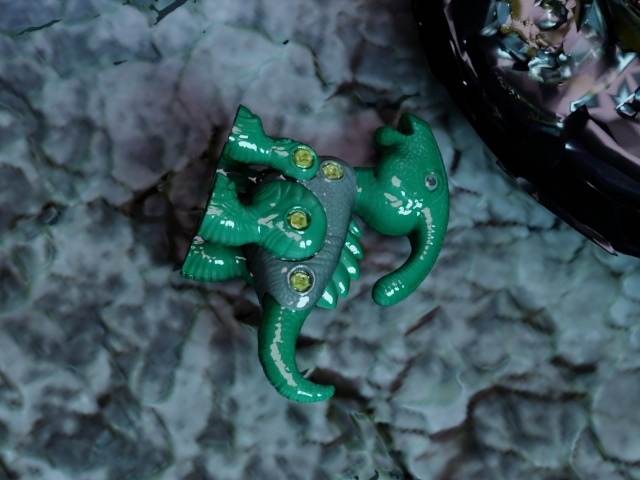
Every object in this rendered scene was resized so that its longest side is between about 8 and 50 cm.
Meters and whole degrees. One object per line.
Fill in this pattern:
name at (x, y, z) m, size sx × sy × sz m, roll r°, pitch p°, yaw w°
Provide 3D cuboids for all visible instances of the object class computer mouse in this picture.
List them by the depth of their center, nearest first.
computer mouse at (0.107, -0.044, 0.606) m, size 0.077 × 0.146 × 0.242 m, roll -45°, pitch 81°, yaw 12°

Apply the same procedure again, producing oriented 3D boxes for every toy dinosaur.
toy dinosaur at (0.000, 0.000, 0.614) m, size 0.096 × 0.059 × 0.132 m, roll 16°, pitch 63°, yaw -6°
